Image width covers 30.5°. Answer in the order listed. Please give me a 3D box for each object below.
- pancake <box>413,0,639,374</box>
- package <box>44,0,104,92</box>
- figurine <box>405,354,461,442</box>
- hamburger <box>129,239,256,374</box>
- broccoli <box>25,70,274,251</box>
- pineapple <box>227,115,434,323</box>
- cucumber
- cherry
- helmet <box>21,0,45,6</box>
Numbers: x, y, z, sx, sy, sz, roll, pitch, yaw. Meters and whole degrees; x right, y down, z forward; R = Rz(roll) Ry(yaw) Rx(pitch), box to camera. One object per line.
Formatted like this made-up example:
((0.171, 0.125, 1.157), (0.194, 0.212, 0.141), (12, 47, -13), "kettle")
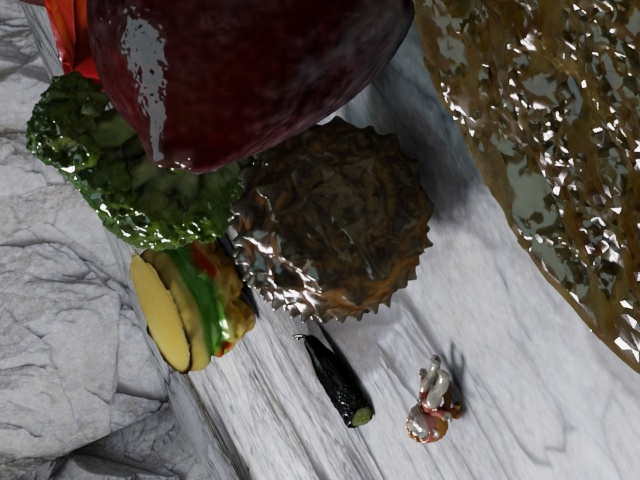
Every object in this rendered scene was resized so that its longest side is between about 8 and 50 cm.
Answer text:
((0.148, -0.078, 0.563), (0.382, 0.071, 0.382), (57, 163, 28), "pancake")
((-0.187, -0.265, 1.202), (0.423, 0.195, 0.123), (134, 118, -76), "package")
((0.109, 0.151, 1.107), (0.109, 0.047, 0.064), (96, 155, -46), "figurine")
((-0.202, 0.092, 1.905), (0.237, 0.148, 0.237), (46, 150, 37), "hamburger")
((-0.175, -0.131, 1.239), (0.186, 0.254, 0.302), (-91, -14, -51), "broccoli")
((0.000, 0.000, 1.049), (0.175, 0.175, 0.361), (64, 172, 8), "pineapple")
((0.015, 0.167, 1.479), (0.039, 0.043, 0.163), (21, -152, -45), "cucumber")
((-0.040, -0.169, 0.747), (0.203, 0.300, 0.230), (29, 153, -1), "cherry")
((-0.368, -0.452, 1.498), (0.337, 0.230, 0.385), (42, 153, 59), "helmet")
